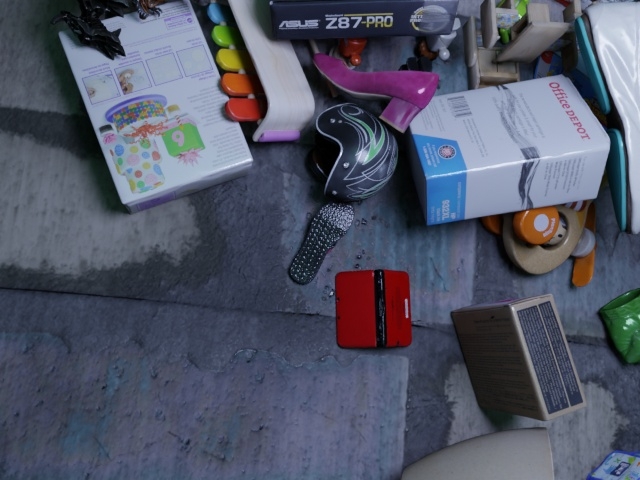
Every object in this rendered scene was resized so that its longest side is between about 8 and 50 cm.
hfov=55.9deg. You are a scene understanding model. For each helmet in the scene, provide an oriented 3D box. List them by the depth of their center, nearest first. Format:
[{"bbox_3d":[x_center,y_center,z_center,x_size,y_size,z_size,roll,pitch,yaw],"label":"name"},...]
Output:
[{"bbox_3d":[0.061,-0.154,1.111,0.169,0.169,0.161,-28,69,-14],"label":"helmet"}]

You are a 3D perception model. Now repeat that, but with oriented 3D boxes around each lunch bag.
[{"bbox_3d":[0.600,0.448,1.127,0.151,0.129,0.096,-6,80,-10],"label":"lunch bag"}]

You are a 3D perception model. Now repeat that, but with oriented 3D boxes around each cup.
[{"bbox_3d":[0.253,0.470,0.987,0.237,0.331,0.331,-1,80,15],"label":"cup"}]

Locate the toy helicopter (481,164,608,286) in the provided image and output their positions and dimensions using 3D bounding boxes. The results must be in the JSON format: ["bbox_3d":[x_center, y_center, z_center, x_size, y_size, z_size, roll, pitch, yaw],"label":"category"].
[{"bbox_3d":[0.511,-0.072,1.191,0.355,0.140,0.235,-44,109,-6],"label":"toy helicopter"}]

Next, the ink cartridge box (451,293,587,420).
[{"bbox_3d":[0.340,0.202,1.066,0.088,0.235,0.193,-13,84,-13],"label":"ink cartridge box"}]

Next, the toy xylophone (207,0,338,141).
[{"bbox_3d":[-0.093,-0.337,1.134,0.236,0.081,0.322,-2,71,-45],"label":"toy xylophone"}]

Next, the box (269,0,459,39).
[{"bbox_3d":[0.074,-0.546,1.102,0.318,0.097,0.394,1,65,1],"label":"box"}]

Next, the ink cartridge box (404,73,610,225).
[{"bbox_3d":[0.321,-0.167,1.097,0.308,0.129,0.223,-9,47,3],"label":"ink cartridge box"}]

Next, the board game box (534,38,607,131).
[{"bbox_3d":[0.655,-0.328,1.215,0.308,0.086,0.302,-20,50,-13],"label":"board game box"}]

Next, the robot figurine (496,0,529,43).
[{"bbox_3d":[0.419,-0.469,1.281,0.115,0.067,0.101,36,84,-3],"label":"robot figurine"}]

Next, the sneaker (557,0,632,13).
[{"bbox_3d":[0.541,-0.567,1.281,0.270,0.145,0.090,29,76,-4],"label":"sneaker"}]

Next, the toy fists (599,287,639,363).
[{"bbox_3d":[0.707,0.146,1.217,0.279,0.096,0.142,-27,87,-15],"label":"toy fists"}]

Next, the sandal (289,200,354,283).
[{"bbox_3d":[0.000,0.000,1.141,0.067,0.040,0.179,33,91,2],"label":"sandal"}]

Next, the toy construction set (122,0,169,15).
[{"bbox_3d":[-0.333,-0.577,1.113,0.215,0.151,0.327,-18,92,-38],"label":"toy construction set"}]

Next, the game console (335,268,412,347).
[{"bbox_3d":[0.103,0.130,1.146,0.124,0.085,0.144,7,78,-41],"label":"game console"}]

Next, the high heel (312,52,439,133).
[{"bbox_3d":[0.095,-0.305,1.094,0.244,0.082,0.117,42,106,27],"label":"high heel"}]

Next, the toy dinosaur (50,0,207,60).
[{"bbox_3d":[-0.350,-0.442,1.005,0.322,0.164,0.218,6,69,6],"label":"toy dinosaur"}]

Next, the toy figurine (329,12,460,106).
[{"bbox_3d":[0.145,-0.388,1.182,0.213,0.148,0.209,33,70,-2],"label":"toy figurine"}]

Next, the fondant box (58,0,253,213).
[{"bbox_3d":[-0.293,-0.244,1.093,0.238,0.096,0.330,-21,84,-14],"label":"fondant box"}]

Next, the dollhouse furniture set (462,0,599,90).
[{"bbox_3d":[0.381,-0.335,1.161,0.212,0.242,0.160,0,81,-10],"label":"dollhouse furniture set"}]

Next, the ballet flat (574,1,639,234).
[{"bbox_3d":[0.536,-0.209,1.016,0.139,0.139,0.400,-16,96,-13],"label":"ballet flat"}]
